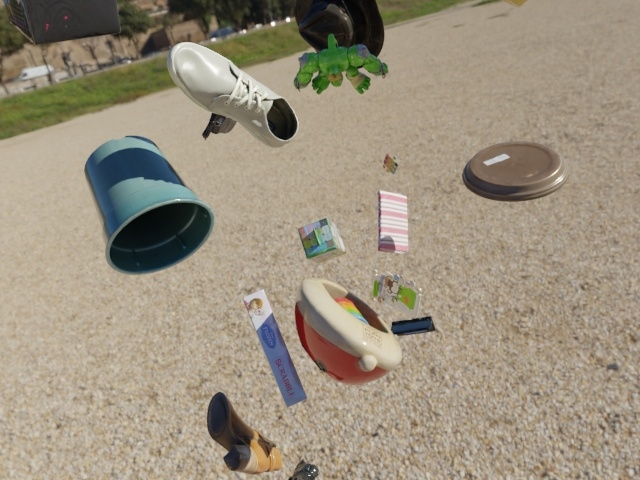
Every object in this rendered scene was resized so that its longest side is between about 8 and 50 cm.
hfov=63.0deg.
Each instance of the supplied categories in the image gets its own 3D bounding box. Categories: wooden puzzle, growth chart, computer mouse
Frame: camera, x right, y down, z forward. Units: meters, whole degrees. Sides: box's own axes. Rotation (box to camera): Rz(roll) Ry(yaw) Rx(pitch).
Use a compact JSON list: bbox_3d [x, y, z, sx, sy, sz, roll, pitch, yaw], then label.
[{"bbox_3d":[0.207,-0.226,1.545,0.006,0.083,0.049,-34,70,-23],"label":"wooden puzzle"},{"bbox_3d":[0.278,0.196,1.938,0.021,0.172,0.237,-25,34,-35],"label":"growth chart"},{"bbox_3d":[-0.397,-0.512,2.114,0.060,0.184,0.262,35,26,3],"label":"computer mouse"}]

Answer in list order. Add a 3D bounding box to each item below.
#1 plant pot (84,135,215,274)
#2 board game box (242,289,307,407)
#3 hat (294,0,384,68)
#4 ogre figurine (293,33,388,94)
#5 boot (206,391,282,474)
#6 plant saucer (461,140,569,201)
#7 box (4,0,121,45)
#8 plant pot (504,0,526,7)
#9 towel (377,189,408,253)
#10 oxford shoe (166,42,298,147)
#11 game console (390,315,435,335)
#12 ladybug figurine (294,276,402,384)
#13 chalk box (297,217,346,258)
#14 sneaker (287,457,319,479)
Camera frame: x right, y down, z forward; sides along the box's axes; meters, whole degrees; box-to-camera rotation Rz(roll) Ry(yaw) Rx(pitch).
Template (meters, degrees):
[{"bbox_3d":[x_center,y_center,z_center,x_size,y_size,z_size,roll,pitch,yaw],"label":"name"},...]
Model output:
[{"bbox_3d":[-0.560,-0.126,1.637,0.341,0.341,0.334,-25,64,-23],"label":"plant pot"},{"bbox_3d":[-0.138,0.314,1.551,0.065,0.319,0.318,-22,-7,-9],"label":"board game box"},{"bbox_3d":[0.026,-0.651,1.607,0.331,0.332,0.134,6,42,42],"label":"hat"},{"bbox_3d":[0.032,-0.356,1.073,0.196,0.097,0.118,15,-4,15],"label":"ogre figurine"},{"bbox_3d":[-0.243,0.633,1.717,0.109,0.220,0.283,-49,49,9],"label":"boot"},{"bbox_3d":[0.528,-0.198,1.426,0.277,0.041,0.278,-11,36,8],"label":"plant saucer"},{"bbox_3d":[-0.472,-0.506,0.912,0.165,0.271,0.143,-26,49,-33],"label":"box"},{"bbox_3d":[0.391,-0.598,0.998,0.253,0.239,0.254,25,27,-14],"label":"plant pot"},{"bbox_3d":[0.228,-0.057,1.676,0.029,0.197,0.144,-6,-9,43],"label":"towel"},{"bbox_3d":[-0.227,-0.414,1.496,0.130,0.449,0.169,6,71,48],"label":"oxford shoe"},{"bbox_3d":[0.275,0.270,1.549,0.122,0.107,0.071,-11,45,17],"label":"game console"},{"bbox_3d":[0.054,0.244,1.388,0.162,0.305,0.449,-57,13,6],"label":"ladybug figurine"},{"bbox_3d":[0.000,0.000,2.074,0.131,0.133,0.213,-20,-15,13],"label":"chalk box"},{"bbox_3d":[-0.037,0.656,1.453,0.089,0.051,0.170,-34,2,-31],"label":"sneaker"}]
